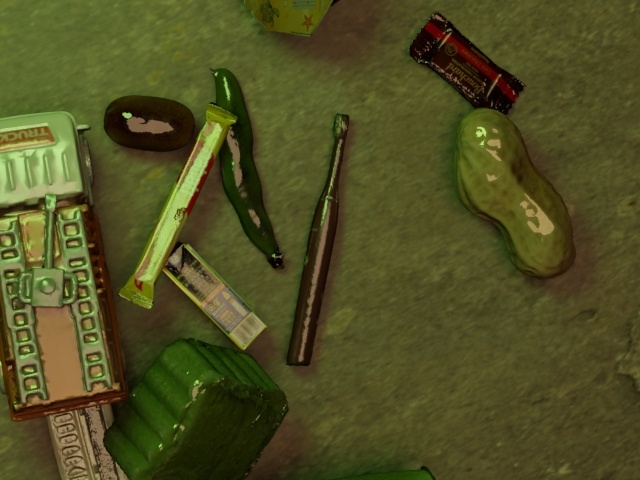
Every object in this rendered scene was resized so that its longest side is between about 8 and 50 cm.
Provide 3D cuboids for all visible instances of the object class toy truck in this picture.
[{"bbox_3d":[-0.350,0.026,1.659,0.173,0.207,0.387,-10,85,-11],"label":"toy truck"}]

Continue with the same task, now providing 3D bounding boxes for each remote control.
[{"bbox_3d":[-0.325,0.256,1.785,0.090,0.049,0.230,-14,96,-12],"label":"remote control"}]

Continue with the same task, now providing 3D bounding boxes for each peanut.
[{"bbox_3d":[0.272,-0.060,1.858,0.125,0.111,0.274,-35,100,-3],"label":"peanut"}]

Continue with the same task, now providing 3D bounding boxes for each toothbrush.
[{"bbox_3d":[0.001,0.000,1.840,0.041,0.041,0.364,10,92,-13],"label":"toothbrush"}]

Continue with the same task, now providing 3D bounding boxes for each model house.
[{"bbox_3d":[-0.006,-0.380,1.767,0.136,0.207,0.219,-4,96,-49],"label":"model house"}]

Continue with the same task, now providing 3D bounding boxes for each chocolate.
[{"bbox_3d":[0.209,-0.246,1.874,0.182,0.028,0.086,35,79,-13],"label":"chocolate"}]

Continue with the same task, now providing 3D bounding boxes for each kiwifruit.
[{"bbox_3d":[-0.231,-0.158,1.764,0.124,0.075,0.075,2,94,-9],"label":"kiwifruit"}]

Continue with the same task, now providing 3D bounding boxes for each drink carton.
[{"bbox_3d":[-0.150,0.073,1.798,0.056,0.071,0.165,-45,102,-9],"label":"drink carton"}]

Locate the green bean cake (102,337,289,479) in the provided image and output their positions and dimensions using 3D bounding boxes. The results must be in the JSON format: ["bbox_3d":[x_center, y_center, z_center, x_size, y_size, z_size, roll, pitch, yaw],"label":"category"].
[{"bbox_3d":[-0.162,0.245,1.737,0.214,0.113,0.200,21,105,-52],"label":"green bean cake"}]

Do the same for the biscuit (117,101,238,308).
[{"bbox_3d":[-0.189,-0.048,1.749,0.048,0.026,0.292,23,81,2],"label":"biscuit"}]

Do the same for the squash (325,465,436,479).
[{"bbox_3d":[-0.001,0.457,1.760,0.384,0.263,0.263,-9,96,-11],"label":"squash"}]

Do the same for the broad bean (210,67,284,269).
[{"bbox_3d":[-0.110,-0.095,1.809,0.060,0.043,0.297,-17,99,-22],"label":"broad bean"}]
